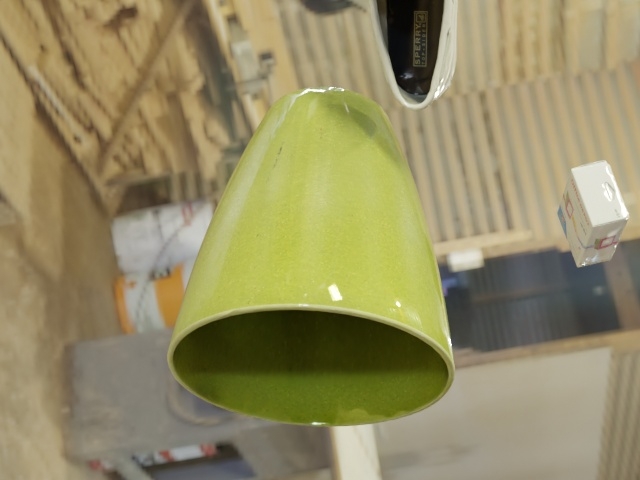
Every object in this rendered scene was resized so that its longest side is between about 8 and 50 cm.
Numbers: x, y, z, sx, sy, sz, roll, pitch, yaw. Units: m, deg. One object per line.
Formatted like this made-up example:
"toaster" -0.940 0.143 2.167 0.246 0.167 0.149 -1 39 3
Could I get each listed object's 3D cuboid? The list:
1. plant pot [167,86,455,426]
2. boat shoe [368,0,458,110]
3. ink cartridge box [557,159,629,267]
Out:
"plant pot" 0.000 0.000 1.222 0.275 0.274 0.294 70 21 -58
"boat shoe" 0.083 -0.253 1.131 0.088 0.096 0.268 -67 159 -64
"ink cartridge box" 0.352 -0.034 1.569 0.122 0.052 0.089 89 -13 -63
